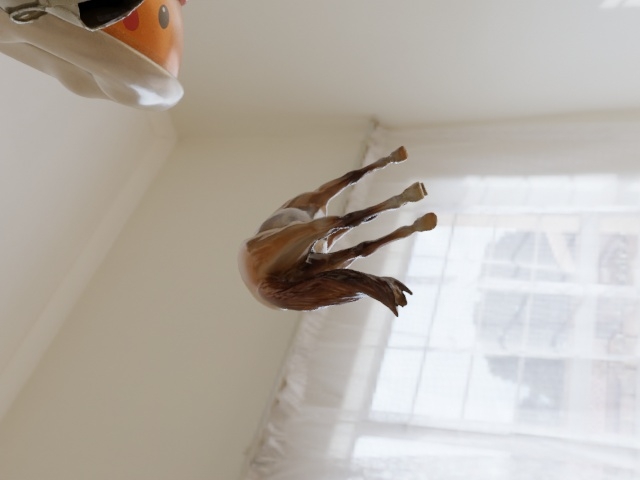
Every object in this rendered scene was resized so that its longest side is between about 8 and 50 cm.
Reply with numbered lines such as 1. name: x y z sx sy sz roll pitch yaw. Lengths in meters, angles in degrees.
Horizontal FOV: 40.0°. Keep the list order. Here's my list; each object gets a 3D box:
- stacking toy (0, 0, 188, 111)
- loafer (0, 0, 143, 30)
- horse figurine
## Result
1. stacking toy: -0.257 -0.430 1.081 0.480 0.350 0.350 -68 -21 -2
2. loafer: -0.213 -0.230 0.777 0.102 0.268 0.092 -36 -71 -33
3. horse figurine: 0.000 0.000 0.659 0.066 0.174 0.263 62 -172 -14
